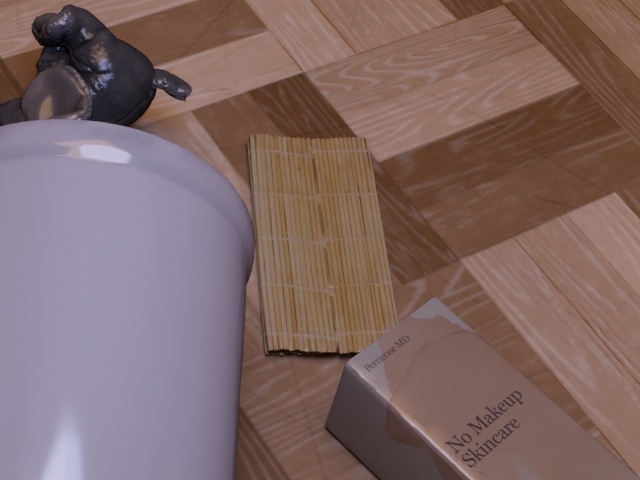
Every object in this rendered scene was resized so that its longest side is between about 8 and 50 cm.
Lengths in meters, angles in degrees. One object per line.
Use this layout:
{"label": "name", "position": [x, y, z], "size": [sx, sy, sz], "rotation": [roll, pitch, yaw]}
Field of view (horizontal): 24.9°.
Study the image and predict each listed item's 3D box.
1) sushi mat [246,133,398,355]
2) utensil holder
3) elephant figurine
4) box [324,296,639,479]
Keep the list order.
{"label": "sushi mat", "position": [0.000, 0.000, 1.645], "size": [0.151, 0.019, 0.316], "rotation": [3, 51, -13]}
{"label": "utensil holder", "position": [-0.229, 0.142, 1.282], "size": [0.327, 0.327, 0.385], "rotation": [7, 53, -8]}
{"label": "elephant figurine", "position": [-0.302, -0.128, 1.615], "size": [0.169, 0.186, 0.239], "rotation": [47, 55, -30]}
{"label": "box", "position": [0.166, 0.220, 1.438], "size": [0.311, 0.121, 0.148], "rotation": [41, 55, 20]}
